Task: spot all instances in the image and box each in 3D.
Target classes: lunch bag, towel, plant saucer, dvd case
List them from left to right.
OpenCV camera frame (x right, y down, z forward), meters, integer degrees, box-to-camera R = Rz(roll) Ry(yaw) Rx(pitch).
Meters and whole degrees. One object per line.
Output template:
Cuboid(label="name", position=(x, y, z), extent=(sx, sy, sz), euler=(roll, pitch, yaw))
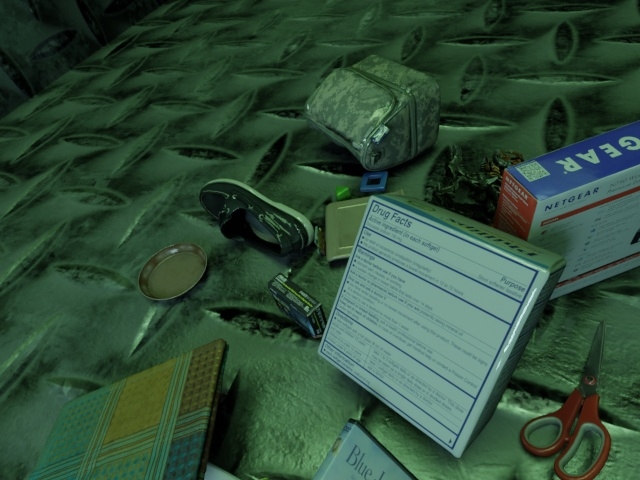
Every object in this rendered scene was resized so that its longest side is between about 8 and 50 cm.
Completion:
Cuboid(label="towel", position=(-0.313, 0.322, 0.657), extent=(0.369, 0.040, 0.272), euler=(-25, 34, 15))
Cuboid(label="plant saucer", position=(-0.344, 0.076, 0.992), extent=(0.168, 0.029, 0.169), euler=(-8, 47, 9))
Cuboid(label="dvd case", position=(0.033, 0.390, 0.533), extent=(0.253, 0.180, 0.022), euler=(-50, 14, -28))
Cuboid(label="lunch bag", position=(0.131, -0.326, 1.111), extent=(0.255, 0.213, 0.305), euler=(-33, 50, -16))

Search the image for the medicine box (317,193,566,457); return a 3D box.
Cuboid(label="medicine box", position=(0.171, 0.108, 0.644), extent=(0.263, 0.290, 0.149), euler=(29, 19, 34))

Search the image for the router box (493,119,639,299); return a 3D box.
Cuboid(label="router box", position=(0.461, -0.037, 0.705), extent=(0.335, 0.301, 0.082), euler=(-19, 47, -4))

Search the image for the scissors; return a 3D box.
Cuboid(label="scissors", position=(0.421, 0.236, 0.644), extent=(0.297, 0.021, 0.109), euler=(-38, 26, -23))

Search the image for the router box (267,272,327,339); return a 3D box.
Cuboid(label="router box", position=(-0.043, 0.129, 0.825), extent=(0.122, 0.092, 0.038), euler=(32, 62, 35))

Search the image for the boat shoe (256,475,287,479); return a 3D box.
Cuboid(label="boat shoe", position=(-0.132, 0.374, 0.515), extent=(0.227, 0.069, 0.081), euler=(-32, 50, -16))

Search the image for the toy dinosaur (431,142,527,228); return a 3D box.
Cuboid(label="toy dinosaur", position=(0.366, -0.101, 0.902), extent=(0.218, 0.165, 0.322), euler=(19, 32, 8))

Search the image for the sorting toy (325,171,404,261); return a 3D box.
Cuboid(label="sorting toy", position=(0.107, -0.028, 0.962), extent=(0.195, 0.047, 0.348), euler=(-12, 45, 12))

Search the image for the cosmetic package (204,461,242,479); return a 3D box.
Cuboid(label="cosmetic package", position=(-0.206, 0.496, 0.533), extent=(0.284, 0.098, 0.377), euler=(13, 53, 27))

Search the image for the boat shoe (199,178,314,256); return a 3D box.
Cuboid(label="boat shoe", position=(-0.183, -0.046, 0.996), extent=(0.339, 0.127, 0.113), euler=(27, 47, 22))

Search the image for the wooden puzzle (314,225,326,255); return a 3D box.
Cuboid(label="wooden puzzle", position=(0.000, 0.000, 0.959), extent=(0.006, 0.049, 0.083), euler=(-16, 46, 19))
